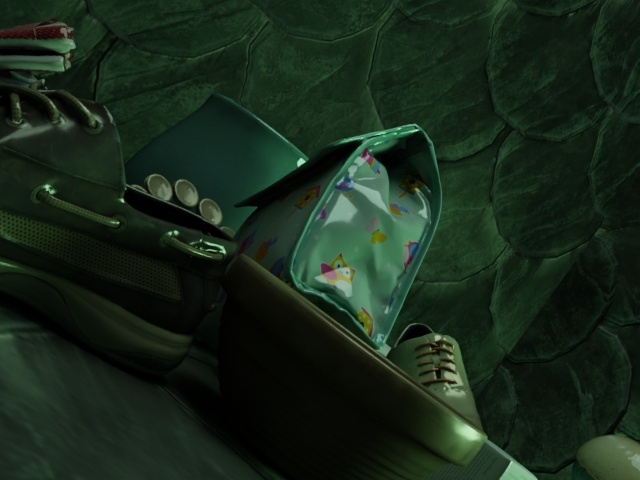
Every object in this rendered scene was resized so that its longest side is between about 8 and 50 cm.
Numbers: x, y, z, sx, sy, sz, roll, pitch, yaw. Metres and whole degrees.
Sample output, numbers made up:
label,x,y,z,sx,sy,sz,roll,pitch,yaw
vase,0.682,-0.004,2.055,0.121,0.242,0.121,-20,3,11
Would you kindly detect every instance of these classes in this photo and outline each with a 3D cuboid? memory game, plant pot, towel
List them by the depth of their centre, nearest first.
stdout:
label,x,y,z,sx,sy,sz,roll,pitch,yaw
towel,-0.314,-0.147,0.662,0.237,0.037,0.329,-4,13,-19
plant pot,0.002,0.122,0.692,0.237,0.109,0.237,36,-2,2
memory game,-0.155,0.010,1.000,0.186,0.012,0.186,30,46,-36
plant pot,-0.146,-0.045,1.192,0.272,0.255,0.271,36,-3,2

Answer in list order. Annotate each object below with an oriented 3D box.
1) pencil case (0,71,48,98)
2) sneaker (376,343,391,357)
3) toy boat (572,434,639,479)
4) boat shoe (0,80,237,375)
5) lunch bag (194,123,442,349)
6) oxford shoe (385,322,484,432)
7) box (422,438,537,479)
label,x,y,z,sx,sy,sz,roll,pitch,yaw
pencil case,-0.263,-0.080,0.729,0.113,0.124,0.273,66,-14,-23
sneaker,0.056,0.192,1.454,0.210,0.137,0.366,33,-7,17
toy boat,0.443,0.371,1.199,0.267,0.148,0.318,36,3,11
boat shoe,-0.185,-0.039,0.551,0.132,0.130,0.355,34,-4,41
lunch bag,0.000,0.000,0.955,0.160,0.262,0.223,37,-35,-19
oxford shoe,0.142,0.206,1.233,0.141,0.146,0.397,6,5,-7
box,0.141,0.240,0.883,0.087,0.102,0.101,37,-3,37
